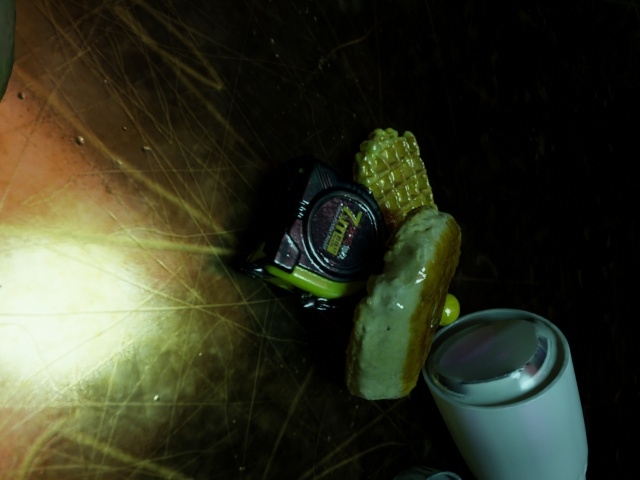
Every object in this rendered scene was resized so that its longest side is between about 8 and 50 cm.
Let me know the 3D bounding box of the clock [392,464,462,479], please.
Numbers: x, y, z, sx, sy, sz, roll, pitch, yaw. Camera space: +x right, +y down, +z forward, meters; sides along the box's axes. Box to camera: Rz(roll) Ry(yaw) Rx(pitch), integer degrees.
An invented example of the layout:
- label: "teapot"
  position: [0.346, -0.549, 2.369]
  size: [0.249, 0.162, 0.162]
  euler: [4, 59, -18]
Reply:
- label: "clock"
  position: [0.180, 0.574, 0.760]
  size: [0.313, 0.061, 0.312]
  euler: [3, 86, -42]

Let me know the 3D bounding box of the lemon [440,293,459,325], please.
- label: "lemon"
  position: [0.246, 0.139, 0.845]
  size: [0.083, 0.062, 0.062]
  euler: [-44, 116, -34]

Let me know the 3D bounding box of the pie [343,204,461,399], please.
- label: "pie"
  position: [0.140, 0.099, 0.638]
  size: [0.315, 0.092, 0.315]
  euler: [-43, 144, -43]

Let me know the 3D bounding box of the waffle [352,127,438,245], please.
- label: "waffle"
  position: [0.119, -0.076, 0.738]
  size: [0.219, 0.057, 0.229]
  euler: [-37, 111, -43]

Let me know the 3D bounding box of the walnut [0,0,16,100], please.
- label: "walnut"
  position: [-0.341, -0.177, 0.192]
  size: [0.306, 0.306, 0.343]
  euler: [-28, 109, -39]

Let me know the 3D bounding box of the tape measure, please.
- label: "tape measure"
  position: [0.000, 0.000, 0.595]
  size: [0.186, 0.112, 0.199]
  euler: [28, 73, -23]

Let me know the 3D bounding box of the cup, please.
- label: "cup"
  position: [0.369, 0.336, 0.825]
  size: [0.253, 0.253, 0.371]
  euler: [-42, 118, -35]

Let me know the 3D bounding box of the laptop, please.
- label: "laptop"
  position: [0.072, 0.105, 0.718]
  size: [0.207, 0.026, 0.153]
  euler: [46, 58, -31]
